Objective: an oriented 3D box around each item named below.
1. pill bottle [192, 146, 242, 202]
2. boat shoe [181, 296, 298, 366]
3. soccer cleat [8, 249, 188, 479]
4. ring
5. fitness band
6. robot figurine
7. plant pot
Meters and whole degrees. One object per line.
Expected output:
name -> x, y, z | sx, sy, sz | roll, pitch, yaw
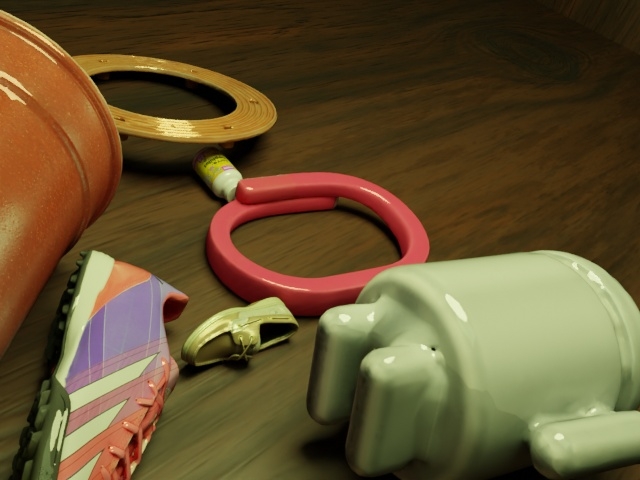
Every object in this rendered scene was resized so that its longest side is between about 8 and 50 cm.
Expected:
pill bottle -> -0.132, -0.085, 0.896 | 0.043, 0.043, 0.083 | -15, 49, -38
boat shoe -> -0.077, 0.096, 0.686 | 0.045, 0.050, 0.135 | 37, 39, 30
soccer cleat -> -0.173, 0.137, 0.554 | 0.116, 0.108, 0.318 | 19, 35, -21
ring -> -0.230, -0.201, 0.974 | 0.337, 0.032, 0.336 | 10, 27, -5
fitness band -> 0.000, 0.000, 0.848 | 0.291, 0.054, 0.209 | -9, 48, -32
robot figurine -> 0.164, 0.114, 0.649 | 0.354, 0.199, 0.300 | -4, 29, -28
plant pot -> -0.322, -0.011, 0.531 | 0.273, 0.272, 0.265 | 12, 39, -10
